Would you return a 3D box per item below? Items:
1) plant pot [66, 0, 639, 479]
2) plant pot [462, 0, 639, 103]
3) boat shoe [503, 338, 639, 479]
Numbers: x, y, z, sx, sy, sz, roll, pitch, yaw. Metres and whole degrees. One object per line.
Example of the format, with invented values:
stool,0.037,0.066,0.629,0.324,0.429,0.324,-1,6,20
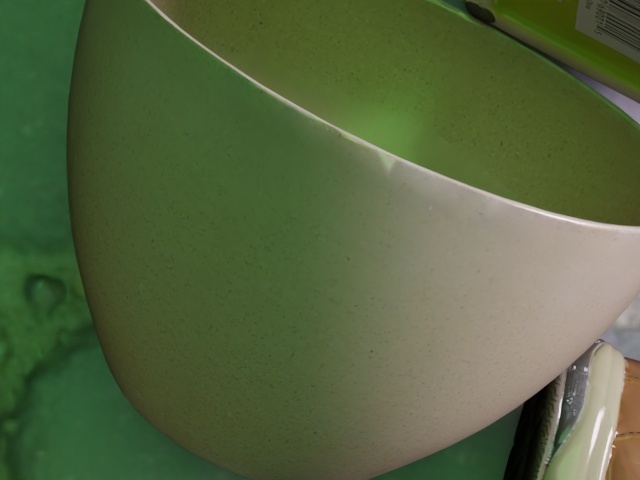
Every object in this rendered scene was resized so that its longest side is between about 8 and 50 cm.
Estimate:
plant pot,0.000,0.000,0.874,0.284,0.284,0.191,27,109,4
plant pot,0.187,-0.182,0.901,0.227,0.228,0.207,30,77,11
boat shoe,0.129,0.208,0.890,0.120,0.122,0.324,15,80,-1
